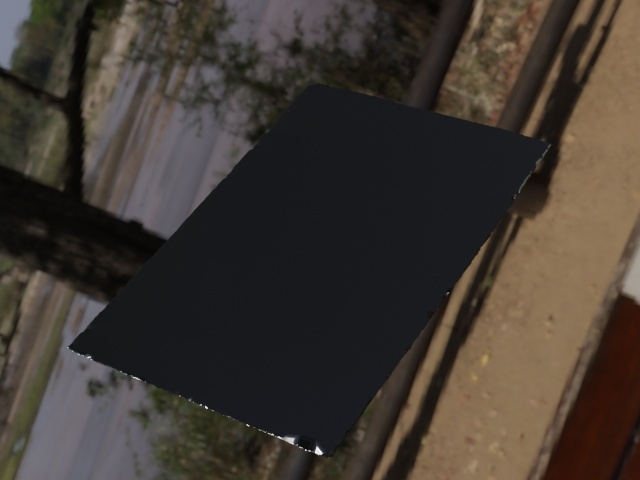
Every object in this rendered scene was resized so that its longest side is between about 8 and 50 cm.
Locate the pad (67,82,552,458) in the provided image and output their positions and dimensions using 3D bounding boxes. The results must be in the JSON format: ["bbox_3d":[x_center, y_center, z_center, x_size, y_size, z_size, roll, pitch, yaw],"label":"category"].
[{"bbox_3d":[0.000,0.000,0.619,0.243,0.163,0.004,-51,-34,-34],"label":"pad"}]
